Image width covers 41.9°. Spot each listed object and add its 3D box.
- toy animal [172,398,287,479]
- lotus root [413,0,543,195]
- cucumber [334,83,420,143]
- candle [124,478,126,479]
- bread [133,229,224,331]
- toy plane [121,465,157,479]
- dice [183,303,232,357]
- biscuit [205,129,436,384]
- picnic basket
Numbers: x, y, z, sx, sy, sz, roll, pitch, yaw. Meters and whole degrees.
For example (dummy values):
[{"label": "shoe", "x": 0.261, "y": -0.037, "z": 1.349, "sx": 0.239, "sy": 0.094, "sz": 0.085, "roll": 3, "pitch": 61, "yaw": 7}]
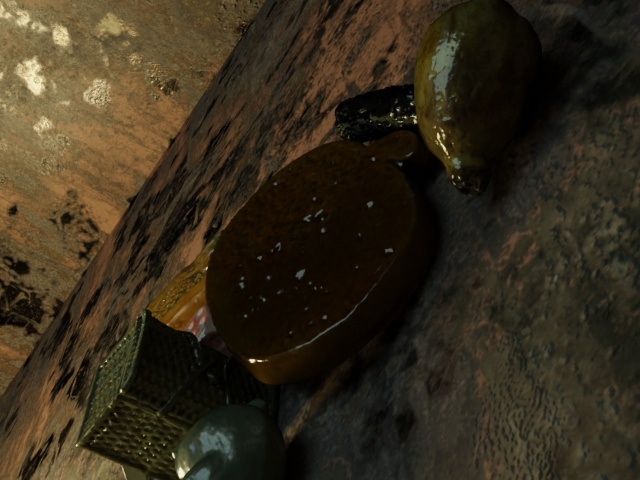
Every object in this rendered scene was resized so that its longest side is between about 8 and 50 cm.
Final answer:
[{"label": "toy animal", "x": -0.082, "y": 0.274, "z": 0.844, "sx": 0.251, "sy": 0.125, "sz": 0.127, "roll": -121, "pitch": 35, "yaw": -61}, {"label": "lotus root", "x": 0.154, "y": -0.150, "z": 0.842, "sx": 0.138, "sy": 0.138, "sz": 0.214, "roll": -22, "pitch": 49, "yaw": 59}, {"label": "cucumber", "x": 0.101, "y": -0.167, "z": 1.086, "sx": 0.072, "sy": 0.072, "sz": 0.300, "roll": -63, "pitch": 21, "yaw": -8}, {"label": "candle", "x": -0.279, "y": 0.376, "z": 1.251, "sx": 0.048, "sy": 0.051, "sz": 0.329, "roll": -18, "pitch": 45, "yaw": 57}, {"label": "bread", "x": -0.192, "y": 0.105, "z": 1.347, "sx": 0.380, "sy": 0.109, "sz": 0.185, "roll": -45, "pitch": 20, "yaw": 32}, {"label": "toy plane", "x": -0.240, "y": 0.400, "z": 1.111, "sx": 0.160, "sy": 0.082, "sz": 0.234, "roll": -27, "pitch": 51, "yaw": 39}, {"label": "dice", "x": -0.146, "y": 0.151, "z": 1.189, "sx": 0.093, "sy": 0.091, "sz": 0.094, "roll": -57, "pitch": 19, "yaw": 7}, {"label": "biscuit", "x": 0.006, "y": 0.005, "z": 1.022, "sx": 0.350, "sy": 0.070, "sz": 0.394, "roll": -41, "pitch": 28, "yaw": 8}, {"label": "picnic basket", "x": -0.169, "y": 0.198, "z": 1.027, "sx": 0.154, "sy": 0.196, "sz": 0.134, "roll": -46, "pitch": 23, "yaw": 31}]
